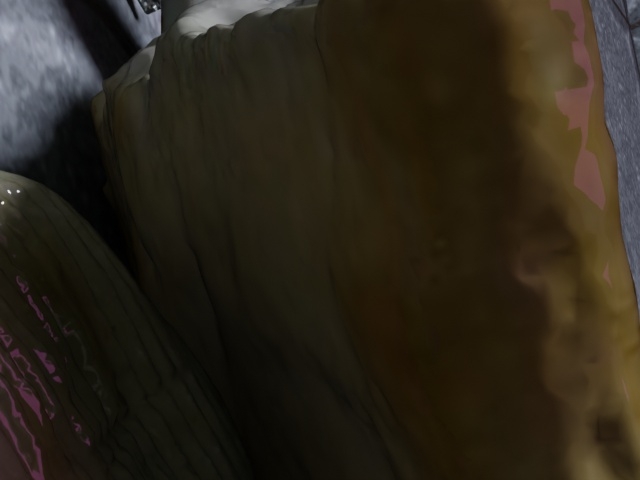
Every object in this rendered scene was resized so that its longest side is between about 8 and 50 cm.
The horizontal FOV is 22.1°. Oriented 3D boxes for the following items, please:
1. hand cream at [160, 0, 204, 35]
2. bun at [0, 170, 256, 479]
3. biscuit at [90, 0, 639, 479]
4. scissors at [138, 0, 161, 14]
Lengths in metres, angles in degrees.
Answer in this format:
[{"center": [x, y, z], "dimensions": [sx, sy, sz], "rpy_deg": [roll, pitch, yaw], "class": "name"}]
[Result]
[{"center": [-0.056, -0.131, 0.805], "dimensions": [0.080, 0.050, 0.234], "rpy_deg": [-73, 174, -54], "class": "hand cream"}, {"center": [-0.107, 0.080, 0.508], "dimensions": [0.193, 0.128, 0.178], "rpy_deg": [63, 19, -4], "class": "bun"}, {"center": [0.011, 0.095, 0.631], "dimensions": [0.429, 0.104, 0.446], "rpy_deg": [23, -50, 66], "class": "biscuit"}, {"center": [-0.109, -0.172, 0.841], "dimensions": [0.119, 0.014, 0.058], "rpy_deg": [65, 22, -20], "class": "scissors"}]
